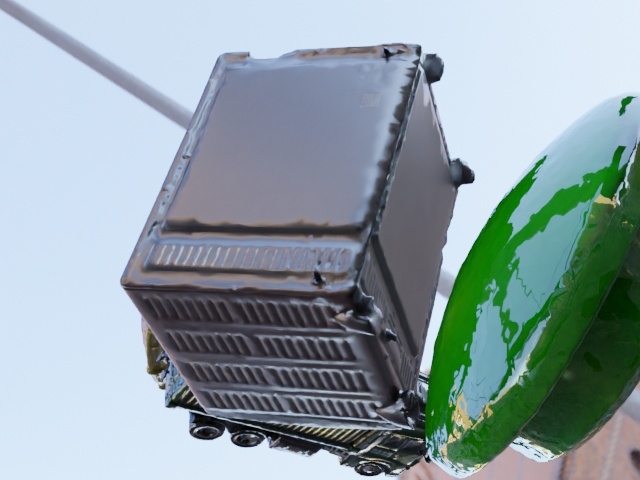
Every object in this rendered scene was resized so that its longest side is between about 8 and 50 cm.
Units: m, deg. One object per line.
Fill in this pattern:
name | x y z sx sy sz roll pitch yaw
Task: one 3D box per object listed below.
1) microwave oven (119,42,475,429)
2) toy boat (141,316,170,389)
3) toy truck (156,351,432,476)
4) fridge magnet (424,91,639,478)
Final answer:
microwave oven | -0.002 -0.001 0.787 0.188 0.178 0.247 65 -147 -44
toy boat | -0.165 0.089 1.319 0.141 0.099 0.318 -42 -18 -40
toy truck | -0.011 0.137 0.951 0.259 0.088 0.121 19 -43 -25
fridge magnet | 0.115 0.024 0.523 0.208 0.088 0.208 -61 -1 -2
